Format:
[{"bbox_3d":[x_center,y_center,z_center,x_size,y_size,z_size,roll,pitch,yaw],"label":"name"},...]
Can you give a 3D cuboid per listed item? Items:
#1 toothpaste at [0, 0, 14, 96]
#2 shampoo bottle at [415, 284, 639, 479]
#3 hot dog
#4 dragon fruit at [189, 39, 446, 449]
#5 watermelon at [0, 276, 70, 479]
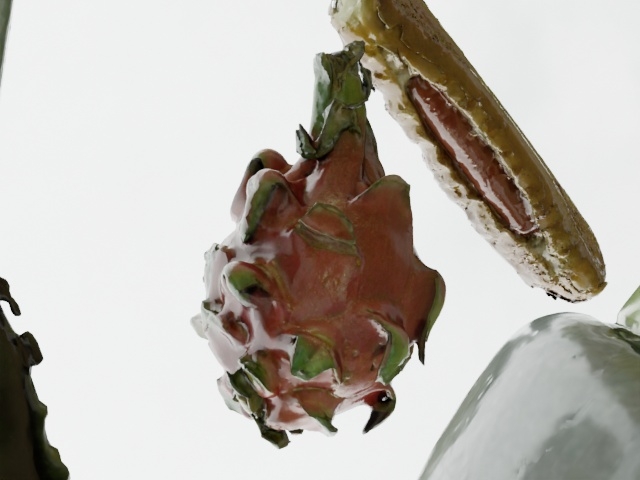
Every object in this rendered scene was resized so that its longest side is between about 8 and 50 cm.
[{"bbox_3d":[-0.086,-0.047,0.359,0.048,0.197,0.029,25,-151,16],"label":"toothpaste"},{"bbox_3d":[0.178,0.168,0.629,0.322,0.322,0.317,33,-86,-25],"label":"shampoo bottle"},{"bbox_3d":[0.100,-0.066,1.082,0.289,0.068,0.083,49,-162,-24],"label":"hot dog"},{"bbox_3d":[0.001,0.002,0.928,0.135,0.137,0.236,7,-108,-13],"label":"dragon fruit"},{"bbox_3d":[-0.147,0.113,0.592,0.123,0.301,0.129,-5,-155,-14],"label":"watermelon"}]
